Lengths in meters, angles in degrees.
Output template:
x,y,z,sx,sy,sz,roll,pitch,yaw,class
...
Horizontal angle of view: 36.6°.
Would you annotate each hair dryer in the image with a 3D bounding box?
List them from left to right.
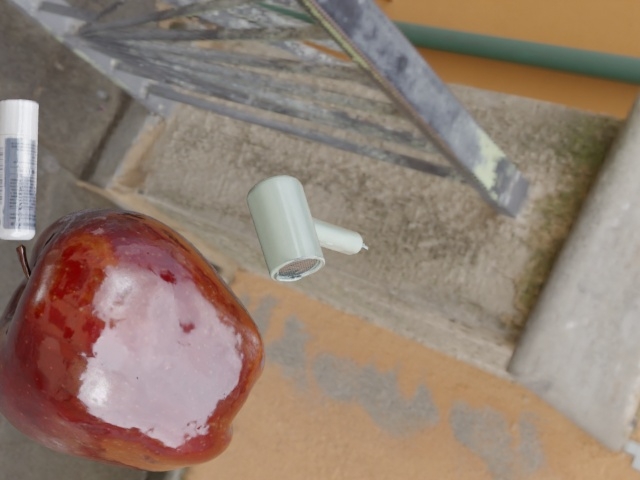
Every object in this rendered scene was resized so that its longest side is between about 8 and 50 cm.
x,y,z,sx,sy,sz,roll,pitch,yaw,class
0.000,0.000,0.663,0.124,0.038,0.063,18,50,-56,hair dryer

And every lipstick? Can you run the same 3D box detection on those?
x,y,z,sx,sy,sz,roll,pitch,yaw,class
-0.308,-0.071,0.981,0.040,0.040,0.141,4,86,-48,lipstick

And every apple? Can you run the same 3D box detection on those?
x,y,z,sx,sy,sz,roll,pitch,yaw,class
-0.229,0.119,1.119,0.317,0.288,0.288,35,78,-26,apple
